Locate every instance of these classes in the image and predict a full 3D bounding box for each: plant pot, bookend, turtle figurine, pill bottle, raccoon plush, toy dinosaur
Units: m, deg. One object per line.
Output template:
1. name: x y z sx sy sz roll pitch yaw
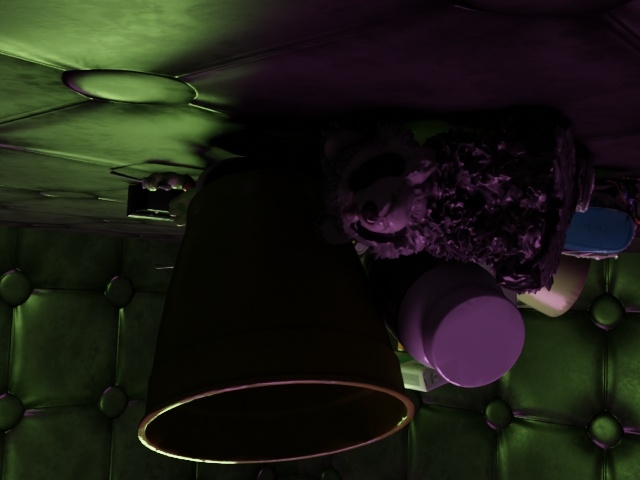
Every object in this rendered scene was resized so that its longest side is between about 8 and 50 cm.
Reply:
1. plant pot: 0.582 0.057 2.157 0.274 0.256 0.256 19 173 -8
2. bookend: -0.311 -0.084 1.620 0.156 0.072 0.157 6 174 -37
3. turtle figurine: -0.250 -0.025 1.371 0.275 0.197 0.266 -1 -171 -10
4. pill bottle: 0.167 0.089 1.080 0.162 0.162 0.278 3 -164 -16
5. plant pot: -0.071 0.100 1.090 0.367 0.353 0.366 -4 151 -2
6. raccoon plush: 0.188 -0.050 1.037 0.299 0.216 0.446 9 180 27
7. toy dinosaur: 0.539 -0.068 1.294 0.047 0.082 0.090 4 176 -23

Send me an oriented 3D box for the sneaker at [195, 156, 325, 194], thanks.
1. sneaker: -0.050 -0.091 1.221 0.296 0.104 0.147 -2 178 -41

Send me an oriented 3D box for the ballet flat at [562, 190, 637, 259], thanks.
1. ballet flat: 0.315 -0.049 1.252 0.409 0.147 0.147 11 175 -7

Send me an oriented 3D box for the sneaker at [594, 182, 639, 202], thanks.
1. sneaker: 0.430 -0.069 1.398 0.282 0.153 0.099 -31 163 16

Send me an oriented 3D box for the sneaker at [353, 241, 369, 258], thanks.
1. sneaker: -0.015 -0.015 1.408 0.385 0.147 0.145 -31 142 -17

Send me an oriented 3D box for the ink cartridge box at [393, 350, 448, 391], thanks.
1. ink cartridge box: 0.236 0.261 1.623 0.225 0.056 0.181 -14 -173 -38

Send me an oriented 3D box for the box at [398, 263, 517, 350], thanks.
1. box: 0.300 0.079 1.655 0.168 0.345 0.215 4 175 -27

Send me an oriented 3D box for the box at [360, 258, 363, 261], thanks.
1. box: 0.000 0.000 1.871 0.231 0.183 0.056 1 -153 22
